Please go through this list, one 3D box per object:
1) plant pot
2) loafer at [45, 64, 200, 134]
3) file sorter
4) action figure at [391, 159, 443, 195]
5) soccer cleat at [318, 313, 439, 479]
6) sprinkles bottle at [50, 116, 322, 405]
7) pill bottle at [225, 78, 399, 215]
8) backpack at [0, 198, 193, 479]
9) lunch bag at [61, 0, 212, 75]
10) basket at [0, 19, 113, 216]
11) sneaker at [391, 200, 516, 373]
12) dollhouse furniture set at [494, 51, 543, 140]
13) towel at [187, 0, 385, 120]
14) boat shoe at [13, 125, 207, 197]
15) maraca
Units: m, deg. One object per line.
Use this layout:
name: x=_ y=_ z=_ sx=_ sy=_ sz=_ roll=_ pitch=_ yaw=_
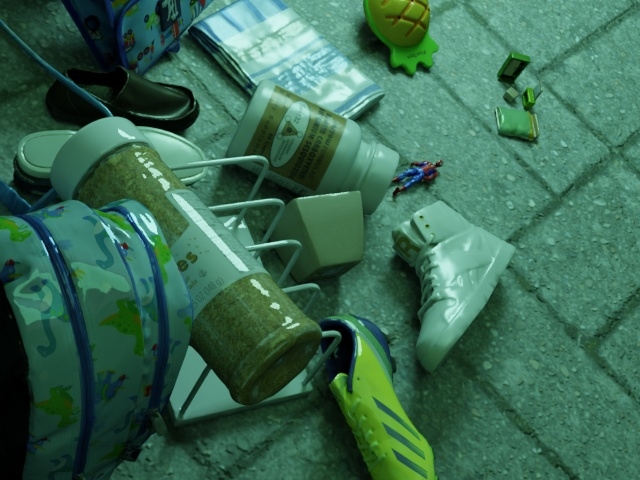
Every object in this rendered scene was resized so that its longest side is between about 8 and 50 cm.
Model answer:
plant pot: x=0.000 y=0.000 z=1.484 sx=0.109 sy=0.109 sz=0.096 roll=-7 pitch=73 yaw=-29
loafer: x=-0.272 y=-0.201 z=1.508 sx=0.220 sy=0.078 sz=0.080 roll=0 pitch=58 yaw=-25
file sorter: x=-0.118 y=0.057 z=1.340 sx=0.192 sy=0.173 sz=0.278 roll=-9 pitch=62 yaw=-29
action figure: x=0.152 y=-0.104 z=1.673 sx=0.115 sy=0.030 sz=0.038 roll=-25 pitch=66 yaw=-38
soccer cleat: x=0.060 y=0.221 z=1.346 sx=0.121 sy=0.093 sz=0.289 roll=19 pitch=41 yaw=-42
sprinkles bottle: x=-0.152 y=0.016 z=1.177 sx=0.121 sy=0.121 sz=0.355 roll=-27 pitch=63 yaw=-36
pill bottle: x=-0.010 y=-0.129 z=1.546 sx=0.229 sy=0.131 sz=0.131 roll=25 pitch=51 yaw=-7
backpack: x=-0.273 y=0.107 z=1.086 sx=0.273 sy=0.355 sz=0.290 roll=-17 pitch=63 yaw=-14
lunch bag: x=-0.262 y=-0.379 z=1.523 sx=0.138 sy=0.293 sz=0.221 roll=21 pitch=60 yaw=26
basket: x=-0.419 y=-0.110 z=1.266 sx=0.254 sy=0.201 sz=0.289 roll=39 pitch=76 yaw=6
sneaker: x=0.156 y=0.055 z=1.521 sx=0.169 sy=0.108 sz=0.292 roll=35 pitch=40 yaw=3
dollhouse furniture set: x=0.345 y=-0.248 z=1.841 sx=0.076 sy=0.058 sz=0.152 roll=11 pitch=53 yaw=-17
towel: x=-0.050 y=-0.282 z=1.699 sx=0.285 sy=0.034 sz=0.209 roll=44 pitch=50 yaw=9
boat shoe: x=-0.280 y=-0.093 z=1.429 sx=0.254 sy=0.079 sz=0.095 roll=-5 pitch=61 yaw=-25
maraca: x=0.138 y=-0.374 z=1.813 sx=0.127 sy=0.099 sz=0.186 roll=-25 pitch=95 yaw=-27
